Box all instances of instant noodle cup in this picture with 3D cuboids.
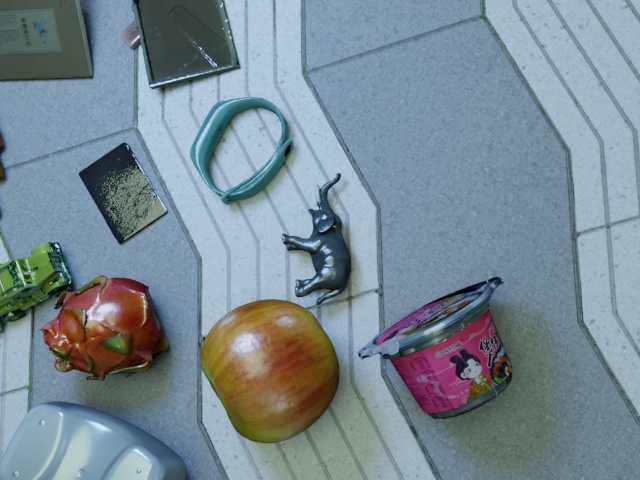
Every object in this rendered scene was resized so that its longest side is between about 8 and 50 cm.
[{"bbox_3d":[0.242,0.217,1.545,0.302,0.258,0.182,-27,92,7],"label":"instant noodle cup"}]

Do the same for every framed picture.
[{"bbox_3d":[-0.309,-0.489,1.846,0.208,0.019,0.281,-12,79,-2],"label":"framed picture"}]

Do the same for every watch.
[{"bbox_3d":[-0.172,-0.195,1.770,0.195,0.068,0.237,27,84,12],"label":"watch"}]

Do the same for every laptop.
[{"bbox_3d":[-0.438,-0.107,1.833,0.135,0.016,0.197,-33,78,4],"label":"laptop"}]

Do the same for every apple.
[{"bbox_3d":[-0.092,0.246,1.575,0.233,0.286,0.286,-29,76,-14],"label":"apple"}]

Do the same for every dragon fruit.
[{"bbox_3d":[-0.436,0.183,1.689,0.227,0.224,0.224,-23,78,1],"label":"dragon fruit"}]

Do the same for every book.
[{"bbox_3d":[-0.680,-0.473,1.874,0.310,0.021,0.217,1,116,11],"label":"book"}]

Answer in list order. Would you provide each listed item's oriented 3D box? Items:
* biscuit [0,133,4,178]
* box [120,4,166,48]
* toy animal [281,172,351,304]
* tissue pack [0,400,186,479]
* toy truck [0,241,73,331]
[{"bbox_3d":[-0.821,-0.175,1.901,0.278,0.043,0.301,25,89,16],"label":"biscuit"},{"bbox_3d":[-0.401,-0.489,1.878,0.115,0.025,0.048,-41,78,2],"label":"box"},{"bbox_3d":[-0.010,-0.001,1.699,0.137,0.082,0.270,-7,76,7],"label":"toy animal"},{"bbox_3d":[-0.438,0.465,1.639,0.333,0.236,0.229,22,77,13],"label":"tissue pack"},{"bbox_3d":[-0.672,0.103,1.785,0.259,0.135,0.128,-25,78,3],"label":"toy truck"}]
